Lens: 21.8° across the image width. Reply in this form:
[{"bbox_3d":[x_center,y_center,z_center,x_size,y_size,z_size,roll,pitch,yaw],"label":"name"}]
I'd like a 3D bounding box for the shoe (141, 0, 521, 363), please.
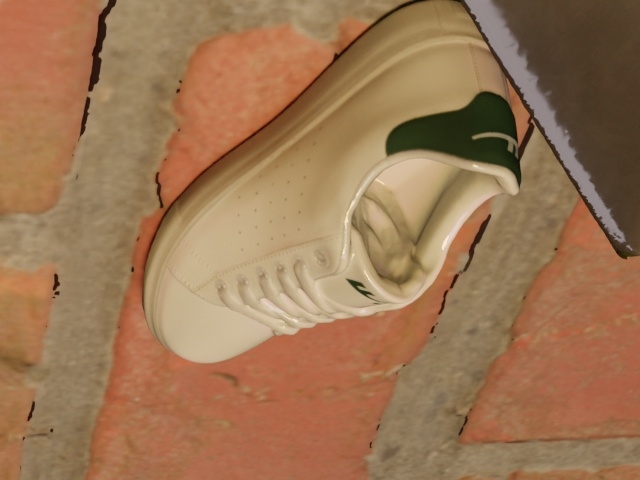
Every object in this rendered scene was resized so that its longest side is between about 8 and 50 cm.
[{"bbox_3d":[0.000,0.000,0.834,0.095,0.110,0.265,18,129,-35],"label":"shoe"}]

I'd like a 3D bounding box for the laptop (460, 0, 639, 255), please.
[{"bbox_3d":[0.126,-0.139,0.603,0.187,0.015,0.269,-37,119,-1],"label":"laptop"}]

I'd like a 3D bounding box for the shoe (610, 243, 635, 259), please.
[{"bbox_3d":[0.204,-0.070,0.799,0.140,0.128,0.262,-8,170,6],"label":"shoe"}]
